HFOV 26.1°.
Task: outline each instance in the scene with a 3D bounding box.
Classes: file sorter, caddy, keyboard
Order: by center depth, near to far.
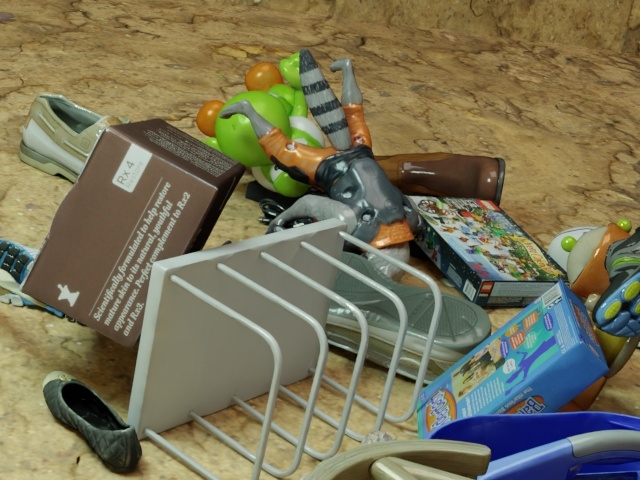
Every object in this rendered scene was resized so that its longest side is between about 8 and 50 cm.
[{"bbox_3d":[0.239,0.246,1.218,0.341,0.179,0.241,1,23,-23],"label":"caddy"},{"bbox_3d":[-0.028,0.117,1.409,0.173,0.192,0.278,28,27,33],"label":"file sorter"},{"bbox_3d":[0.030,-0.035,2.055,0.317,0.033,0.201,19,22,22],"label":"keyboard"}]

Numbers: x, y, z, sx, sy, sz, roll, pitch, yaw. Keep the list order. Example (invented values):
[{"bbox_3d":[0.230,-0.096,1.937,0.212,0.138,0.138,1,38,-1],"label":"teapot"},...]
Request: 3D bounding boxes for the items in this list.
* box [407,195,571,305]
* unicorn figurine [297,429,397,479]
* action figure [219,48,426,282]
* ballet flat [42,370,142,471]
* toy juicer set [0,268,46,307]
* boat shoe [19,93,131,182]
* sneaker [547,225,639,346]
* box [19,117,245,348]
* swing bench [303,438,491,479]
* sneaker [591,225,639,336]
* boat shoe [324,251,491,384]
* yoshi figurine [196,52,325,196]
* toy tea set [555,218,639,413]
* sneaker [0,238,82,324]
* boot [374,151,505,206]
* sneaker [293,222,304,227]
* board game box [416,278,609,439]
[{"bbox_3d":[0.231,0.013,1.957,0.159,0.044,0.233,0,31,-29],"label":"box"},{"bbox_3d":[0.048,0.226,1.341,0.162,0.060,0.111,-2,25,-30],"label":"unicorn figurine"},{"bbox_3d":[-0.001,-0.067,1.825,0.341,0.178,0.330,-22,75,-35],"label":"action figure"},{"bbox_3d":[-0.224,0.170,1.370,0.057,0.049,0.173,-5,26,-38],"label":"ballet flat"},{"bbox_3d":[-0.457,0.076,1.473,0.329,0.089,0.209,-1,8,-11],"label":"toy juicer set"},{"bbox_3d":[-0.318,-0.133,2.033,0.302,0.103,0.113,19,23,21],"label":"boat shoe"},{"bbox_3d":[0.410,0.066,1.883,0.282,0.102,0.161,25,28,33],"label":"sneaker"},{"bbox_3d":[-0.194,-0.023,1.534,0.143,0.191,0.381,29,7,-1],"label":"box"},{"bbox_3d":[0.100,0.292,0.927,0.255,0.253,0.165,22,23,25],"label":"swing bench"},{"bbox_3d":[0.337,0.042,1.482,0.078,0.067,0.188,-5,31,40],"label":"sneaker"},{"bbox_3d":[0.060,0.098,1.653,0.320,0.103,0.118,16,40,30],"label":"boat shoe"},{"bbox_3d":[-0.095,-0.181,2.077,0.203,0.203,0.362,0,19,-16],"label":"yoshi figurine"},{"bbox_3d":[0.288,0.105,1.576,0.124,0.200,0.336,31,29,8],"label":"toy tea set"},{"bbox_3d":[-0.321,0.046,1.639,0.191,0.071,0.083,23,16,8],"label":"sneaker"},{"bbox_3d":[0.132,-0.112,2.162,0.280,0.096,0.264,7,13,-14],"label":"boot"},{"bbox_3d":[0.000,0.000,1.936,0.109,0.040,0.043,-3,64,1],"label":"sneaker"},{"bbox_3d":[0.192,0.149,1.428,0.047,0.210,0.160,46,16,-14],"label":"board game box"}]
